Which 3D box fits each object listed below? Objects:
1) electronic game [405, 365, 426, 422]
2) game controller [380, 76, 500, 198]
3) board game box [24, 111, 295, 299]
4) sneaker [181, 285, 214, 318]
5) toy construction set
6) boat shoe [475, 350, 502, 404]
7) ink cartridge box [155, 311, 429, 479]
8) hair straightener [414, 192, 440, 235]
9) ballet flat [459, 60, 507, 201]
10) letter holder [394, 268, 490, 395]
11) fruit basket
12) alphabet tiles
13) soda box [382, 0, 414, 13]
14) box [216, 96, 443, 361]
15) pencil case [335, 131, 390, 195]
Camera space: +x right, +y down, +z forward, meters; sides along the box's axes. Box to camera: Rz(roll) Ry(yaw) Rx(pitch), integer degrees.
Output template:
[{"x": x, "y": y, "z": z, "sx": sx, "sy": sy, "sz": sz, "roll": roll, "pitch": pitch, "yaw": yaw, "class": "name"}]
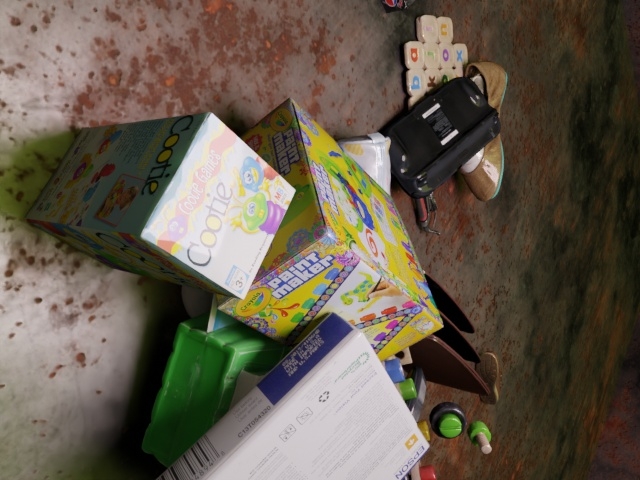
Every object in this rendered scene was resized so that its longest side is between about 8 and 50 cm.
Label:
[{"x": 0.168, "y": 0.374, "z": 1.175, "sx": 0.229, "sy": 0.048, "sz": 0.229, "roll": 21, "pitch": 90, "yaw": -84, "class": "electronic game"}, {"x": 0.261, "y": -0.229, "z": 1.205, "sx": 0.319, "sy": 0.067, "sz": 0.166, "roll": -39, "pitch": 88, "yaw": -25, "class": "game controller"}, {"x": -0.192, "y": -0.041, "z": 0.648, "sx": 0.142, "sy": 0.275, "sz": 0.144, "roll": 41, "pitch": 66, "yaw": -42, "class": "board game box"}, {"x": -0.167, "y": 0.048, "z": 0.844, "sx": 0.054, "sy": 0.061, "sz": 0.152, "roll": 14, "pitch": 86, "yaw": -49, "class": "sneaker"}, {"x": 0.088, "y": 0.312, "z": 0.999, "sx": 0.309, "sy": 0.237, "sz": 0.257, "roll": -42, "pitch": 99, "yaw": 11, "class": "toy construction set"}, {"x": 0.482, "y": 0.380, "z": 1.584, "sx": 0.060, "sy": 0.064, "sz": 0.178, "roll": -38, "pitch": 128, "yaw": -44, "class": "boat shoe"}, {"x": -0.021, "y": 0.307, "z": 0.750, "sx": 0.324, "sy": 0.071, "sz": 0.330, "roll": -42, "pitch": 133, "yaw": -15, "class": "ink cartridge box"}, {"x": 0.244, "y": -0.118, "z": 1.271, "sx": 0.089, "sy": 0.047, "sz": 0.230, "roll": -38, "pitch": 115, "yaw": -38, "class": "hair straightener"}, {"x": 0.370, "y": -0.269, "z": 1.332, "sx": 0.124, "sy": 0.116, "sz": 0.342, "roll": 9, "pitch": 86, "yaw": -29, "class": "ballet flat"}, {"x": 0.248, "y": 0.193, "z": 1.193, "sx": 0.302, "sy": 0.214, "sz": 0.152, "roll": 45, "pitch": 63, "yaw": -40, "class": "letter holder"}, {"x": -0.086, "y": 0.235, "z": 0.873, "sx": 0.353, "sy": 0.165, "sz": 0.327, "roll": 18, "pitch": 89, "yaw": -55, "class": "fruit basket"}, {"x": 0.273, "y": -0.369, "z": 1.294, "sx": 0.278, "sy": 0.021, "sz": 0.284, "roll": -21, "pitch": 110, "yaw": -47, "class": "alphabet tiles"}, {"x": 0.187, "y": -0.542, "z": 1.157, "sx": 0.169, "sy": 0.053, "sz": 0.060, "roll": -53, "pitch": 130, "yaw": -28, "class": "soda box"}, {"x": 0.000, "y": 0.000, "z": 0.821, "sx": 0.279, "sy": 0.177, "sz": 0.290, "roll": 39, "pitch": 26, "yaw": -39, "class": "box"}, {"x": 0.083, "y": -0.062, "z": 1.053, "sx": 0.114, "sy": 0.124, "sz": 0.273, "roll": -8, "pitch": 101, "yaw": -19, "class": "pencil case"}]
